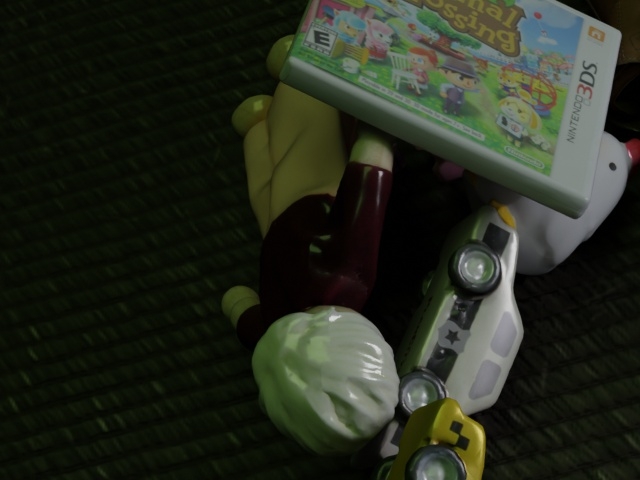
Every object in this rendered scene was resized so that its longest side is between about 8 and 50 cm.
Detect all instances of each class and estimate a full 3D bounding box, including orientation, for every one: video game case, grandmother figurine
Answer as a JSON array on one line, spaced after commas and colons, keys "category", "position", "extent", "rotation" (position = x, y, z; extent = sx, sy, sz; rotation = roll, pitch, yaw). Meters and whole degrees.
[{"category": "video game case", "position": [0.092, -0.123, 1.248], "extent": [0.212, 0.023, 0.193], "rotation": [25, 42, -5]}, {"category": "grandmother figurine", "position": [0.000, 0.000, 1.253], "extent": [0.104, 0.208, 0.342], "rotation": [12, 40, -14]}]

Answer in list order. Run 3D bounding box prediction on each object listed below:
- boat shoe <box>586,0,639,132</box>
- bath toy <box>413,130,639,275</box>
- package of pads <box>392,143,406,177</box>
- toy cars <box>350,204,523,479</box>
[{"category": "boat shoe", "position": [0.243, -0.135, 1.358], "extent": [0.104, 0.110, 0.307], "rotation": [-29, 50, -5]}, {"category": "bath toy", "position": [0.115, -0.129, 1.379], "extent": [0.129, 0.151, 0.348], "rotation": [-26, 53, -8]}, {"category": "package of pads", "position": [0.019, -0.067, 1.436], "extent": [0.050, 0.032, 0.083], "rotation": [-45, 53, -11]}, {"category": "toy cars", "position": [0.078, 0.135, 1.175], "extent": [0.087, 0.176, 0.393], "rotation": [26, 34, -6]}]
